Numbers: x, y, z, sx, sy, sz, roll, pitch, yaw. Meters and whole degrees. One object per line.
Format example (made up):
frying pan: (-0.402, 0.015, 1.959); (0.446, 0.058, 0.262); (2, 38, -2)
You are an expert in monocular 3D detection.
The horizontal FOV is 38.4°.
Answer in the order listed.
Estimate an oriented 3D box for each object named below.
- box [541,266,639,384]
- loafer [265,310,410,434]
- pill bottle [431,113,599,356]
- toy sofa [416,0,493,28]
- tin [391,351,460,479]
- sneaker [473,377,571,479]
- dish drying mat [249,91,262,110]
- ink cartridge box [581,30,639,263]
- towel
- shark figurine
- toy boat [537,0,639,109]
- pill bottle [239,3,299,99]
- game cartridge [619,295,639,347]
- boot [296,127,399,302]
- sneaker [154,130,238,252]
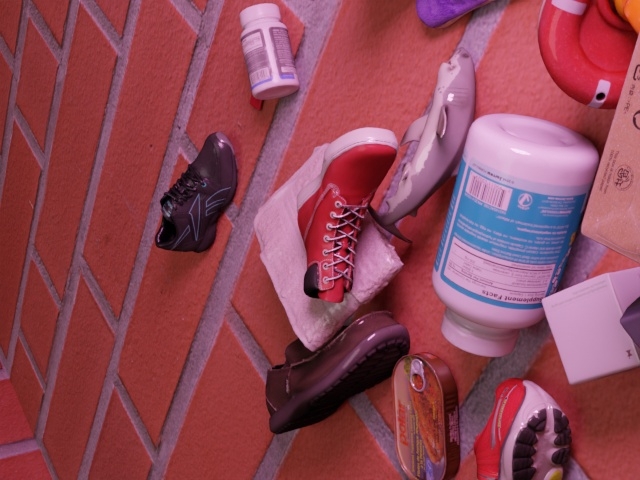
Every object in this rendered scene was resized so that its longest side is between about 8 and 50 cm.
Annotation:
box: (0.313, 0.090, 0.981); (0.101, 0.087, 0.102); (-32, 71, 51)
loafer: (-0.001, 0.184, 1.392); (0.366, 0.133, 0.130); (-44, 62, 48)
pill bottle: (0.212, -0.001, 1.052); (0.146, 0.146, 0.264); (38, 126, 44)
toy sofa: (0.179, -0.363, 1.026); (0.362, 0.150, 0.177); (-5, 91, 54)
tin: (0.147, 0.250, 1.285); (0.106, 0.040, 0.190); (6, 102, 49)
sneaker: (0.235, 0.297, 1.146); (0.118, 0.107, 0.279); (-126, 44, -60)
dish drying mat: (-0.102, -0.263, 1.552); (0.032, 0.008, 0.083); (43, 128, 40)
ink cartridge box: (0.346, -0.106, 0.807); (0.088, 0.193, 0.235); (34, 123, 43)
towel: (0.000, 0.000, 1.333); (0.187, 0.049, 0.282); (-46, 45, 20)
shark figurine: (0.154, -0.087, 1.165); (0.166, 0.116, 0.278); (-92, 24, -60)
toy boat: (0.300, -0.223, 0.855); (0.151, 0.151, 0.231); (-83, 9, -53)
pill bottle: (-0.084, -0.300, 1.460); (0.078, 0.078, 0.137); (-20, 80, 54)
game cartridge: (0.436, 0.100, 0.737); (0.230, 0.068, 0.355); (55, 149, 2)
boot: (0.037, -0.021, 1.171); (0.244, 0.088, 0.176); (129, 144, -57)
sneaker: (-0.228, -0.079, 1.680); (0.101, 0.106, 0.267); (51, 133, 37)
